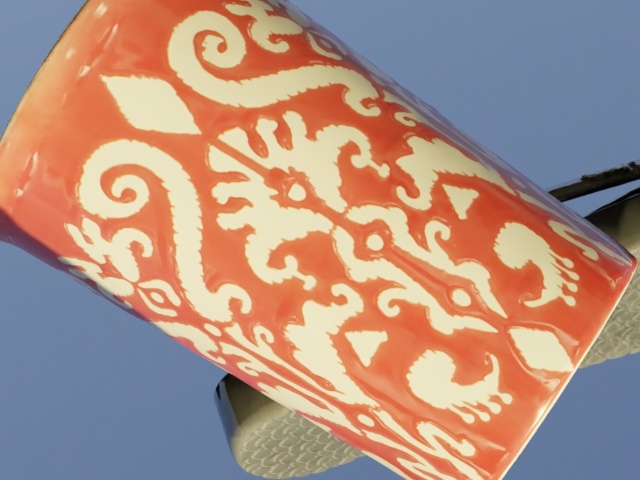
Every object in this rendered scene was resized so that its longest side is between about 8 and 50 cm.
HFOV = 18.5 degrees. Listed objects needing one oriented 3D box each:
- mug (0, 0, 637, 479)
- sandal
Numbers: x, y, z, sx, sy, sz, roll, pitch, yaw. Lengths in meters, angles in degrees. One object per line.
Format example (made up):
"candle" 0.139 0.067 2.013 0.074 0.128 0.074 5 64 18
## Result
"mug" 0.004 -0.007 0.602 0.169 0.113 0.150 33 -162 6
"sandal" 0.080 0.010 0.696 0.254 0.097 0.054 -20 -118 1
